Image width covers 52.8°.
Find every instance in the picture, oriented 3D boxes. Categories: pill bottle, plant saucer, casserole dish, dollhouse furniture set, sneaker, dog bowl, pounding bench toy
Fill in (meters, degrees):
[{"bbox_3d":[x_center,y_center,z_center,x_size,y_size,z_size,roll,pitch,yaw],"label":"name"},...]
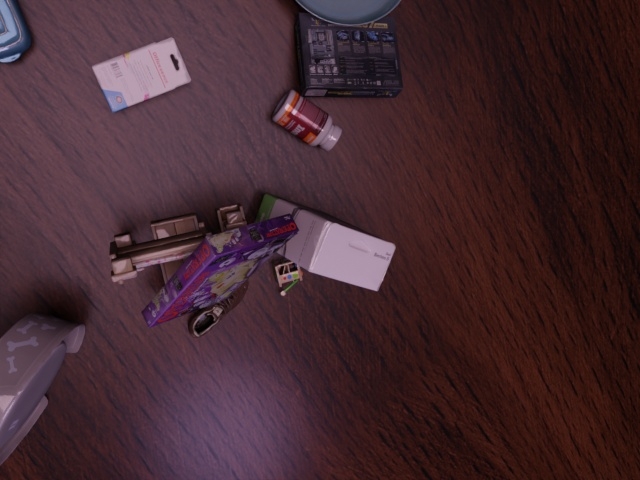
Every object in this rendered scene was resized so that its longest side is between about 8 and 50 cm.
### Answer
[{"bbox_3d":[-0.029,-0.273,1.488,0.152,0.086,0.086,32,91,-18],"label":"pill bottle"},{"bbox_3d":[0.050,-0.629,1.436,0.318,0.044,0.317,0,88,-13],"label":"plant saucer"},{"bbox_3d":[-0.655,-0.448,1.276,0.114,0.037,0.188,-24,103,-15],"label":"casserole dish"},{"bbox_3d":[-0.265,0.057,1.348,0.303,0.355,0.173,-14,105,-13],"label":"dollhouse furniture set"},{"bbox_3d":[-0.236,0.160,1.524,0.066,0.071,0.188,43,88,-18],"label":"sneaker"},{"bbox_3d":[-0.625,0.301,1.316,0.102,0.349,0.348,30,92,-4],"label":"dog bowl"},{"bbox_3d":[-0.075,0.088,1.564,0.065,0.052,0.083,-15,104,-12],"label":"pounding bench toy"}]

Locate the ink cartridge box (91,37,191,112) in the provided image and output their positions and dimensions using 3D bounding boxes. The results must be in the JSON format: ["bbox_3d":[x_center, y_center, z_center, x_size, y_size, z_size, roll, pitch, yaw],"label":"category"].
[{"bbox_3d":[-0.383,-0.356,1.389,0.181,0.061,0.104,-24,106,-9],"label":"ink cartridge box"}]

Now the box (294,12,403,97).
[{"bbox_3d":[0.064,-0.420,1.469,0.233,0.059,0.183,-3,80,-15],"label":"box"}]

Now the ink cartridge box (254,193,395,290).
[{"bbox_3d":[0.000,0.000,1.429,0.198,0.273,0.114,18,96,-35],"label":"ink cartridge box"}]

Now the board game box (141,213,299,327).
[{"bbox_3d":[-0.211,0.066,1.315,0.208,0.347,0.056,-13,71,-40],"label":"board game box"}]
